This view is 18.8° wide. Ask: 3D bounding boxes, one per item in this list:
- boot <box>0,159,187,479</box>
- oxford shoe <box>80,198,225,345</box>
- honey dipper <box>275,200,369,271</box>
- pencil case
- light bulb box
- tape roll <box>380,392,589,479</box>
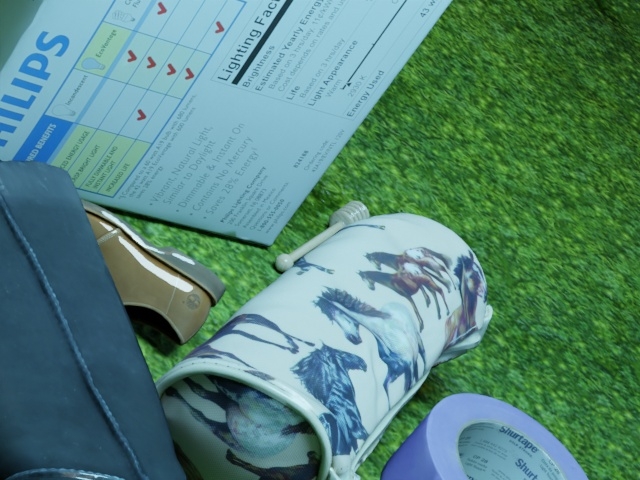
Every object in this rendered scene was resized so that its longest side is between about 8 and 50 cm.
[{"bbox_3d":[-0.261,0.110,1.381,0.367,0.146,0.445,16,40,-48],"label":"boot"},{"bbox_3d":[-0.191,0.020,1.660,0.212,0.076,0.076,28,70,3],"label":"oxford shoe"},{"bbox_3d":[0.000,0.000,1.915,0.030,0.030,0.160,42,35,8],"label":"honey dipper"},{"bbox_3d":[0.015,0.107,1.657,0.183,0.160,0.410,40,31,6],"label":"pencil case"},{"bbox_3d":[-0.129,-0.221,1.754,0.361,0.358,0.225,15,36,-35],"label":"light bulb box"},{"bbox_3d":[0.152,0.232,1.710,0.189,0.080,0.189,26,34,-19],"label":"tape roll"}]
